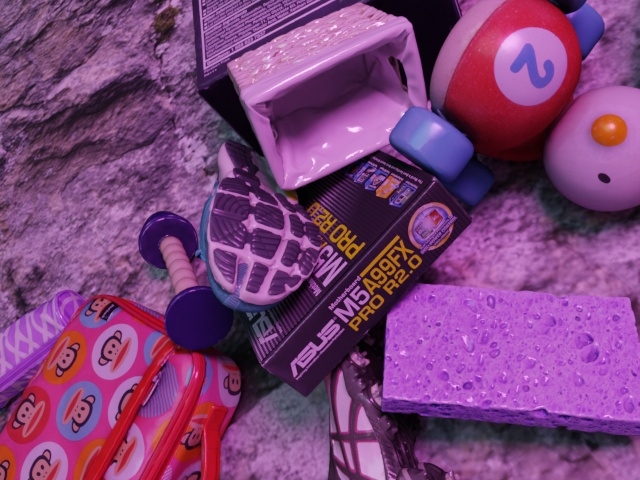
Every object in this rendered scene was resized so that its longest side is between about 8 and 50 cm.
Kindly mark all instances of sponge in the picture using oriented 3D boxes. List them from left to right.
[{"bbox_3d":[0.158,0.095,0.503,0.210,0.031,0.117,4,50,8],"label":"sponge"}]

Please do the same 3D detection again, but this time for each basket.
[{"bbox_3d":[0.004,-0.145,0.580,0.167,0.113,0.103,-28,44,-7],"label":"basket"}]

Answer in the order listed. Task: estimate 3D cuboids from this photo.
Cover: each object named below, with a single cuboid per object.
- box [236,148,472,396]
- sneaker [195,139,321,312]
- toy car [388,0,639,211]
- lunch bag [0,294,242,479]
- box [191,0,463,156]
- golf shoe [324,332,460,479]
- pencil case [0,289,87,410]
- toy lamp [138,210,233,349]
[{"bbox_3d":[0.000,0.000,0.618,0.216,0.060,0.270,-46,27,2],"label":"box"},{"bbox_3d":[-0.071,-0.004,0.585,0.110,0.107,0.275,-60,18,19],"label":"sneaker"},{"bbox_3d":[0.230,-0.103,0.531,0.238,0.210,0.219,39,99,25],"label":"toy car"},{"bbox_3d":[-0.224,0.229,0.669,0.258,0.120,0.293,21,79,32],"label":"lunch bag"},{"bbox_3d":[0.005,-0.301,0.757,0.296,0.183,0.293,-21,57,17],"label":"box"},{"bbox_3d":[0.040,0.190,0.543,0.120,0.105,0.272,-41,51,18],"label":"golf shoe"},{"bbox_3d":[-0.402,0.153,0.821,0.206,0.086,0.088,-38,19,10],"label":"pencil case"},{"bbox_3d":[-0.172,0.029,0.715,0.080,0.080,0.275,-48,30,1],"label":"toy lamp"}]
